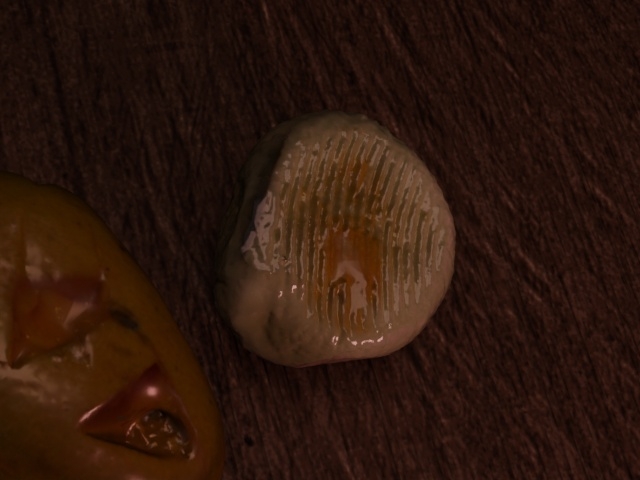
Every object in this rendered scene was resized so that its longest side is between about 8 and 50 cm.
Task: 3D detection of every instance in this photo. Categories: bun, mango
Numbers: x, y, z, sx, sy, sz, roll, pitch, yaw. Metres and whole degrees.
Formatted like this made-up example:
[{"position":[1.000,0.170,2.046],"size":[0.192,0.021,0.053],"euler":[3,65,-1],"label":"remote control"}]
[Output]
[{"position":[0.000,0.000,1.416],"size":[0.243,0.153,0.244],"euler":[7,74,-27],"label":"bun"},{"position":[-0.232,0.099,1.290],"size":[0.365,0.182,0.253],"euler":[44,54,-4],"label":"mango"}]
